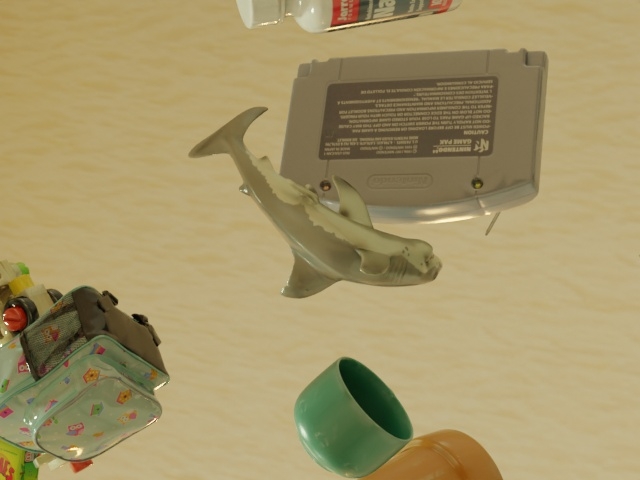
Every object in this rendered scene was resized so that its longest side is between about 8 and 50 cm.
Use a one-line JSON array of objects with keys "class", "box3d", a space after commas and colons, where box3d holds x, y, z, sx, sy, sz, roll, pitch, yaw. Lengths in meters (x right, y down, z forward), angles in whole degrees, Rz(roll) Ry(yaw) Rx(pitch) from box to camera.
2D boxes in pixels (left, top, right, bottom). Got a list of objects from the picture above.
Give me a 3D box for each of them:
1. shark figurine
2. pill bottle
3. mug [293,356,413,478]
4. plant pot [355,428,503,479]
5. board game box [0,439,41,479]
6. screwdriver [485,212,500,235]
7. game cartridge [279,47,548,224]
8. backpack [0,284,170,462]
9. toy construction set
[{"class": "shark figurine", "box3d": [-0.024, -0.008, 1.278, 0.116, 0.278, 0.166, -55, -1, 26]}, {"class": "pill bottle", "box3d": [0.021, -0.228, 1.087, 0.108, 0.180, 0.108, 168, 90, -80]}, {"class": "mug", "box3d": [0.039, 0.221, 1.569, 0.097, 0.129, 0.158, -43, -43, 15]}, {"class": "plant pot", "box3d": [0.124, 0.378, 1.810, 0.188, 0.205, 0.205, -8, -73, -36]}, {"class": "board game box", "box3d": [-0.475, 0.387, 1.984, 0.043, 0.092, 0.181, 1, -82, -54]}, {"class": "screwdriver", "box3d": [0.241, -0.062, 1.651, 0.024, 0.025, 0.170, 56, -137, -25]}, {"class": "game cartridge", "box3d": [0.102, -0.115, 1.474, 0.060, 0.294, 0.196, 54, -139, -58]}, {"class": "backpack", "box3d": [-0.279, 0.162, 1.467, 0.166, 0.188, 0.144, 43, -157, -55]}, {"class": "toy construction set", "box3d": [-0.385, 0.160, 1.678, 0.327, 0.215, 0.151, 53, -149, -6]}]
